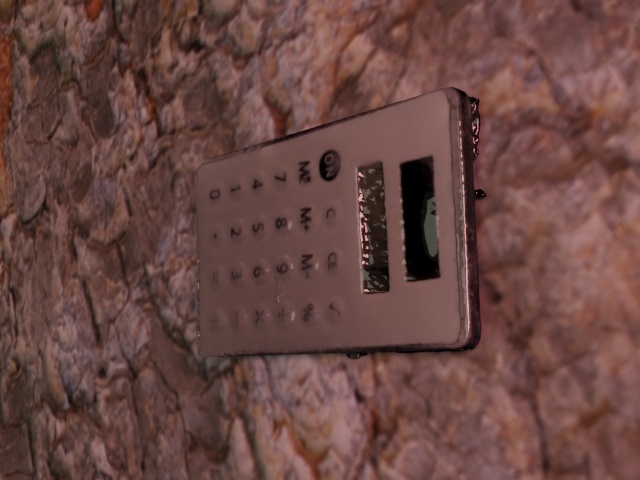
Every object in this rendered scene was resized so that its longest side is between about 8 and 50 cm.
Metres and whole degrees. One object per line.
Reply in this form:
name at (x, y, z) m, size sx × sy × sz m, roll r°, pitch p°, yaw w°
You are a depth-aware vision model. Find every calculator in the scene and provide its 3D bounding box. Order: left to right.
calculator at (0.000, 0.000, 0.571) m, size 0.261 × 0.021 × 0.161 m, roll -11°, pitch 77°, yaw 45°
